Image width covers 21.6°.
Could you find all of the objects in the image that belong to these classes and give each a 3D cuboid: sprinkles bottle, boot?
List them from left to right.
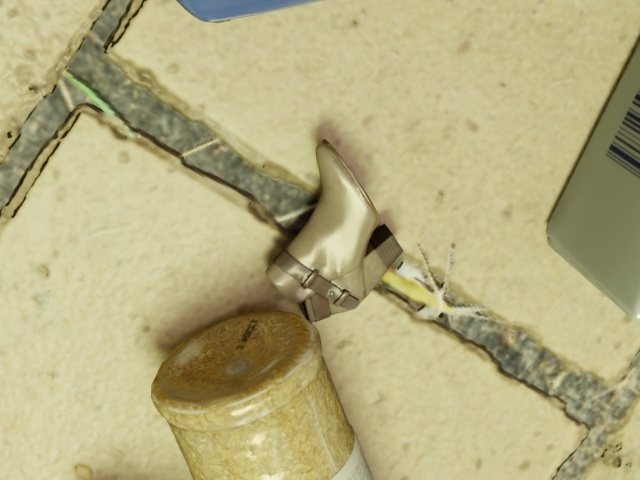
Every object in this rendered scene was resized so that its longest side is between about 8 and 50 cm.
[{"bbox_3d":[-0.002,0.224,1.180,0.121,0.121,0.355,-24,116,-8],"label":"sprinkles bottle"},{"bbox_3d":[0.000,0.000,1.138,0.087,0.042,0.118,-35,117,0],"label":"boot"}]

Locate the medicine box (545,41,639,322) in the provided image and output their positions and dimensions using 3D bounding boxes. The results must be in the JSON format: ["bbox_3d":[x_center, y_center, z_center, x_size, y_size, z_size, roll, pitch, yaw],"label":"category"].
[{"bbox_3d":[0.354,-0.047,1.176,0.289,0.149,0.263,19,104,-24],"label":"medicine box"}]

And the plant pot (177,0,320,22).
[{"bbox_3d":[-0.022,-0.258,0.928,0.236,0.236,0.212,-16,122,-12],"label":"plant pot"}]
